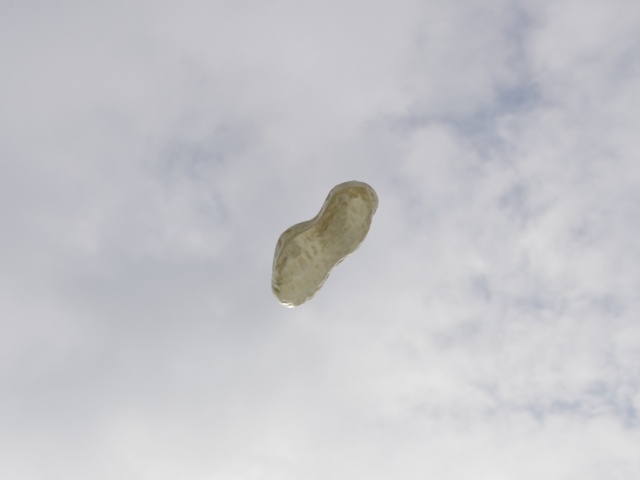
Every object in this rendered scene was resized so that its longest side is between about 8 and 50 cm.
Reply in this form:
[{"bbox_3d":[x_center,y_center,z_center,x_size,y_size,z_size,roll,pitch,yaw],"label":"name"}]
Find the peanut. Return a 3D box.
[{"bbox_3d":[0.000,0.000,1.319,0.125,0.111,0.274,41,-92,1],"label":"peanut"}]
